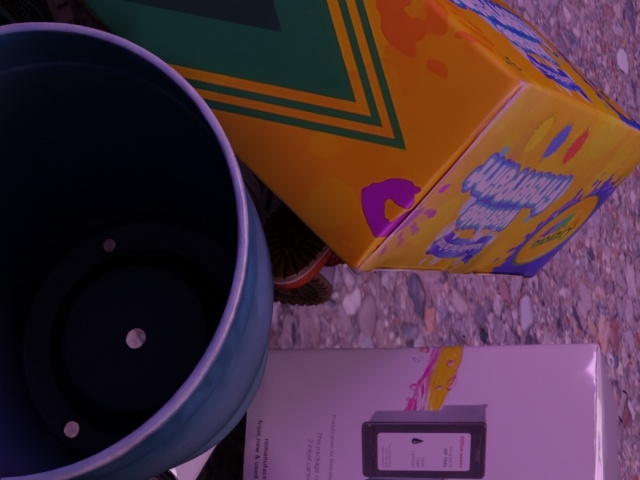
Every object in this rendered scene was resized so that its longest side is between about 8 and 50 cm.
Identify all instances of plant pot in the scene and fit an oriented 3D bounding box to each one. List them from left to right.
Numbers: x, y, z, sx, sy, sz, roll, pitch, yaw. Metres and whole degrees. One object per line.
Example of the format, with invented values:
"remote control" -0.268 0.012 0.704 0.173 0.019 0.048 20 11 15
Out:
"plant pot" -0.149 0.038 1.162 0.255 0.272 0.271 55 34 -71

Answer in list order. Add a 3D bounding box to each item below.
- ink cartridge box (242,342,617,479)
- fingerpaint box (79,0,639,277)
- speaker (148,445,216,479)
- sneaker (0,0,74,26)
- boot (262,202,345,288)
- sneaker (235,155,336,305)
"ink cartridge box" 0.093 0.201 1.463 0.198 0.270 0.197 59 32 -66
"fingerpaint box" 0.022 -0.154 1.328 0.371 0.163 0.445 45 13 16
"speaker" -0.100 0.140 1.408 0.055 0.055 0.136 65 33 -26
"sneaker" -0.228 -0.186 1.277 0.166 0.065 0.076 62 39 -27
"boot" 0.000 0.000 1.442 0.158 0.059 0.084 -60 149 -47
"sneaker" -0.059 -0.071 1.490 0.282 0.099 0.153 47 48 -54
